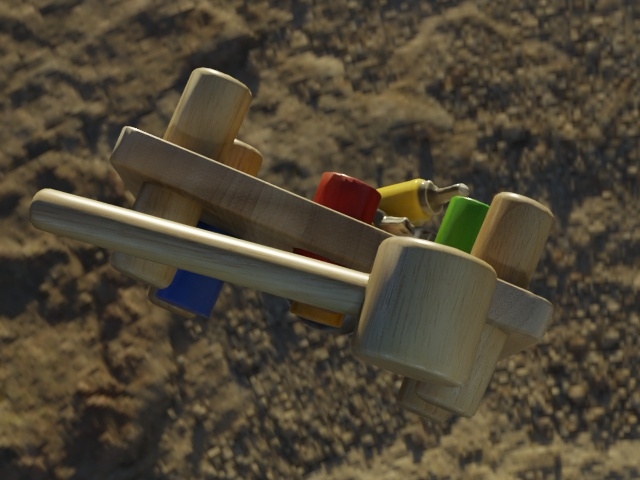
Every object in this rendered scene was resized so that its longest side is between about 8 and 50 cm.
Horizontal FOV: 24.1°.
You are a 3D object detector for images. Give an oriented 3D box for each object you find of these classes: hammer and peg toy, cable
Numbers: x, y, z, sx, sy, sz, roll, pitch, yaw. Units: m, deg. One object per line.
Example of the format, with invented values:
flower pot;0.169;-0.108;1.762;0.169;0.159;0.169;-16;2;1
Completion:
hammer and peg toy;0.000;0.000;0.857;0.266;0.361;0.127;22;83;4
cable;-0.024;0.010;1.150;0.287;0.072;0.139;2;63;39
